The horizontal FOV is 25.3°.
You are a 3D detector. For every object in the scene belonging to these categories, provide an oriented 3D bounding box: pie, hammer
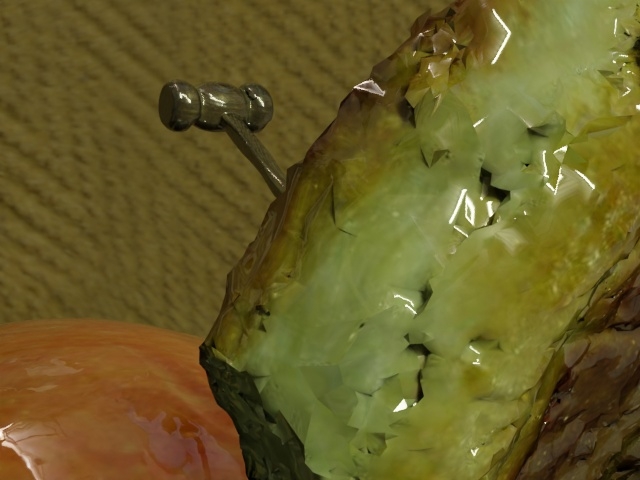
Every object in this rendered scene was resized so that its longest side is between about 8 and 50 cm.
[{"bbox_3d":[0.106,0.034,0.508,0.288,0.103,0.355,-31,132,-20],"label":"pie"},{"bbox_3d":[0.000,0.000,0.671,0.058,0.292,0.029,-4,125,-29],"label":"hammer"}]

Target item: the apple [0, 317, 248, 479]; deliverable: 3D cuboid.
[{"bbox_3d":[-0.143,0.226,0.818,0.346,0.391,0.391,18,88,-18],"label":"apple"}]
